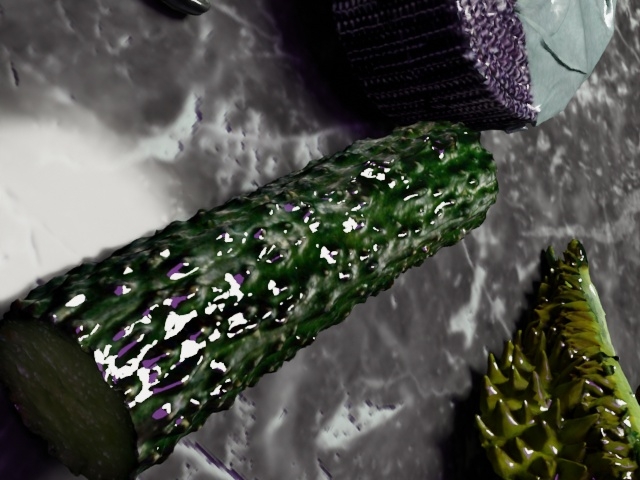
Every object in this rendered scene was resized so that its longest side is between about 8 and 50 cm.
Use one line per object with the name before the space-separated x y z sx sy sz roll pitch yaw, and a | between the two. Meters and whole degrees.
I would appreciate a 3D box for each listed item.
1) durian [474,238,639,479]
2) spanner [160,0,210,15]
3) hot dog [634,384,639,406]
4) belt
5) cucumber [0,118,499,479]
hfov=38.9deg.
durian | 0.172 0.137 0.601 0.132 0.107 0.375 53 25 -32
spanner | -0.171 -0.233 0.451 0.325 0.026 0.093 44 51 -25
hot dog | 0.340 0.279 0.671 0.267 0.174 0.387 -3 85 -34
belt | 0.120 -0.217 0.645 0.260 0.122 0.325 55 46 -32
cucumber | 0.000 0.000 0.496 0.359 0.096 0.096 -32 101 -44
